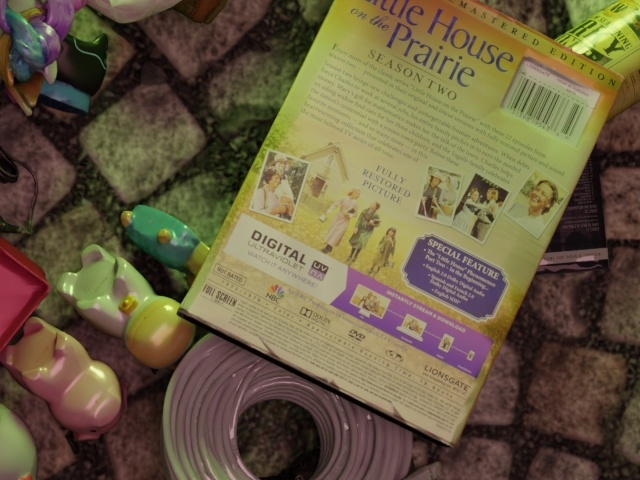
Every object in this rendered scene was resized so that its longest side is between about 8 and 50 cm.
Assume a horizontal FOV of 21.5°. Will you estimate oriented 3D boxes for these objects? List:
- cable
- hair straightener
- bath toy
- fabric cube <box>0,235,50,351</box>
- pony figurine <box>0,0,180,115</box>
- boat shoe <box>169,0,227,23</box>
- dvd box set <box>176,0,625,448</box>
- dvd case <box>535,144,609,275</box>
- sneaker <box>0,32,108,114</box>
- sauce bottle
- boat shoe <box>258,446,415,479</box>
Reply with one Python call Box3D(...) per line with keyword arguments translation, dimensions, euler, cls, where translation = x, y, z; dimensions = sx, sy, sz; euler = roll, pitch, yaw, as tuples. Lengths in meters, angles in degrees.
Box3D(translation=(-0.037, 0.200, 1.707), dimensions=(0.257, 0.089, 0.257), euler=(-33, 82, -20), cls="cable")
Box3D(translation=(-0.359, -0.104, 1.719), dimensions=(0.089, 0.047, 0.230), euler=(-39, 98, -10), cls="hair straightener")
Box3D(translation=(-0.238, 0.134, 1.712), dimensions=(0.348, 0.151, 0.129), euler=(-47, 136, -9), cls="bath toy")
Box3D(translation=(-0.430, 0.061, 1.586), dimensions=(0.254, 0.258, 0.259), euler=(39, 85, -11), cls="fabric cube")
Box3D(translation=(-0.277, -0.306, 1.595), dimensions=(0.351, 0.303, 0.363), euler=(-45, 57, -7), cls="pony figurine")
Box3D(translation=(-0.075, -0.371, 1.764), dimensions=(0.104, 0.111, 0.307), euler=(34, 94, -11), cls="boat shoe")
Box3D(translation=(0.083, -0.046, 1.685), dimensions=(0.308, 0.062, 0.420), euler=(26, 81, -5), cls="dvd box set")
Box3D(translation=(0.211, -0.072, 1.754), dimensions=(0.165, 0.018, 0.221), euler=(-5, 86, -11), cls="dvd case")
Box3D(translation=(-0.330, -0.208, 1.715), dimensions=(0.232, 0.081, 0.090), euler=(21, 81, -19), cls="sneaker")
Box3D(translation=(0.328, -0.203, 1.853), dimensions=(0.344, 0.111, 0.111), euler=(-33, 97, -13), cls="sauce bottle")
Box3D(translation=(-0.002, 0.257, 1.789), dimensions=(0.224, 0.080, 0.073), euler=(5, 83, -18), cls="boat shoe")
